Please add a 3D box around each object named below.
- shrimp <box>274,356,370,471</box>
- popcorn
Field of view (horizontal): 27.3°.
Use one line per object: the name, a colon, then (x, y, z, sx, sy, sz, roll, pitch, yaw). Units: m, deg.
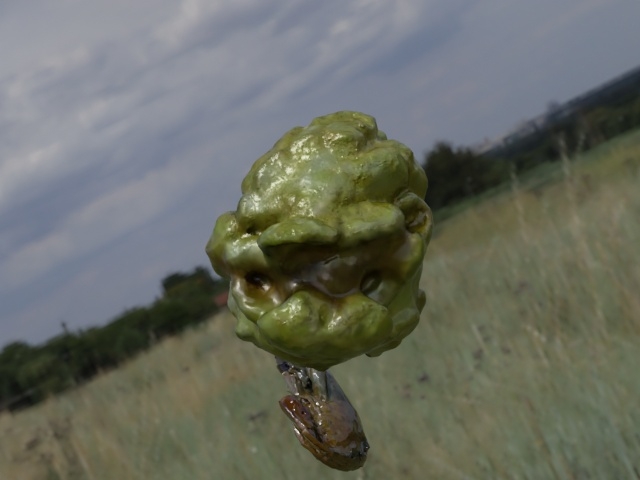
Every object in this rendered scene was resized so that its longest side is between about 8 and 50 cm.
shrimp: (-0.021, 0.158, 1.540, 0.066, 0.262, 0.117, -44, -36, 9)
popcorn: (0.000, 0.000, 1.309, 0.234, 0.250, 0.242, -5, -10, -18)
